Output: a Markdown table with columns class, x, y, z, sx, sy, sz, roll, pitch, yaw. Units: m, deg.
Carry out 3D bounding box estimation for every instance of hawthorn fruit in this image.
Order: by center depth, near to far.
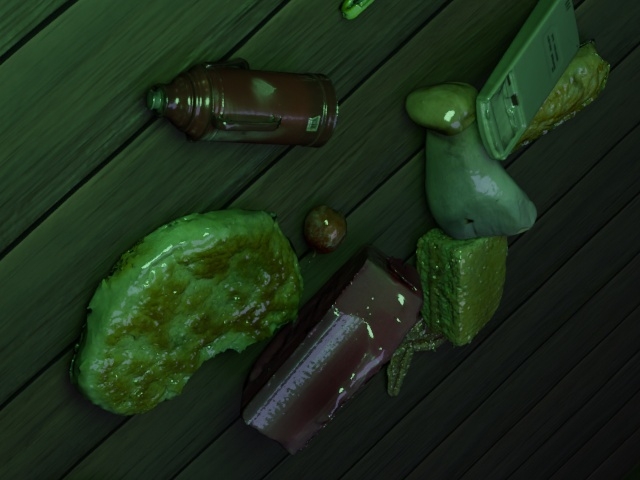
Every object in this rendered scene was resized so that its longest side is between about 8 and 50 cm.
| class | x | y | z | sx | sy | sz | roll | pitch | yaw |
| --- | --- | --- | --- | --- | --- | --- | --- | --- | --- |
| hawthorn fruit | 0.000 | 0.000 | 1.520 | 0.066 | 0.066 | 0.103 | 18 | 94 | -50 |

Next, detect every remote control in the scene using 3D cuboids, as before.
| class | x | y | z | sx | sy | sz | roll | pitch | yaw |
| --- | --- | --- | --- | --- | --- | --- | --- | --- | --- |
| remote control | 0.300 | -0.246 | 1.522 | 0.285 | 0.038 | 0.123 | -54 | 139 | -29 |

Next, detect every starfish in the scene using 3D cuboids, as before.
| class | x | y | z | sx | sy | sz | roll | pitch | yaw |
| --- | --- | --- | --- | --- | --- | --- | --- | --- | --- |
| starfish | 0.175 | 0.175 | 1.868 | 0.231 | 0.048 | 0.295 | -29 | 140 | -22 |

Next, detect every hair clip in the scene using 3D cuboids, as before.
| class | x | y | z | sx | sy | sz | roll | pitch | yaw |
| --- | --- | --- | --- | --- | --- | --- | --- | --- | --- |
| hair clip | 0.088 | -0.353 | 1.303 | 0.033 | 0.060 | 0.188 | 23 | 111 | -33 |

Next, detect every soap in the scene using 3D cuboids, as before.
| class | x | y | z | sx | sy | sz | roll | pitch | yaw |
| --- | --- | --- | --- | --- | --- | --- | --- | --- | --- |
| soap | 0.022 | 0.154 | 1.567 | 0.325 | 0.127 | 0.220 | -47 | -172 | 5 |

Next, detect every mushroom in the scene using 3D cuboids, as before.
| class | x | y | z | sx | sy | sz | roll | pitch | yaw |
| --- | --- | --- | --- | --- | --- | --- | --- | --- | --- |
| mushroom | 0.224 | -0.119 | 1.581 | 0.159 | 0.122 | 0.329 | -23 | 138 | 3 |

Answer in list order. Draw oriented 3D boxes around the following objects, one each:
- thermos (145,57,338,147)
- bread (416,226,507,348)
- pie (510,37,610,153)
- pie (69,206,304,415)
| class | x | y | z | sx | sy | sz | roll | pitch | yaw |
| --- | --- | --- | --- | --- | --- | --- | --- | --- | --- |
| thermos | -0.097 | -0.159 | 1.251 | 0.232 | 0.124 | 0.099 | -1 | 121 | -34 |
| bread | 0.235 | 0.063 | 1.754 | 0.138 | 0.102 | 0.196 | -30 | 129 | -33 |
| pie | 0.340 | -0.217 | 1.658 | 0.282 | 0.068 | 0.129 | -30 | 139 | -14 |
| pie | -0.177 | 0.092 | 1.436 | 0.371 | 0.078 | 0.297 | -26 | 139 | -27 |
